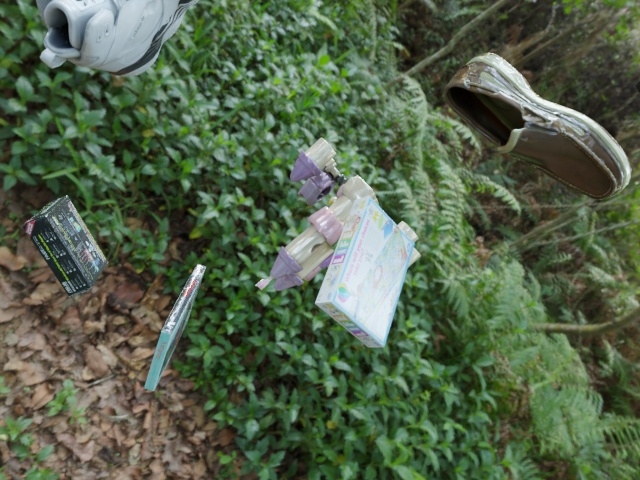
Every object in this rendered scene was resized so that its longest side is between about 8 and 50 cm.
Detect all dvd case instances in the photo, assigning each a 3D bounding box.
[{"bbox_3d":[-0.156,0.091,0.590,0.013,0.087,0.119,21,30,-7],"label":"dvd case"}]

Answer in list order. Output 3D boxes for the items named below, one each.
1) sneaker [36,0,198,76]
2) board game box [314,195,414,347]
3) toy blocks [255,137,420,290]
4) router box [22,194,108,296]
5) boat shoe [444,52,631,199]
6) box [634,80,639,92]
[{"bbox_3d":[-0.301,-0.405,0.852,0.137,0.366,0.210,45,29,1],"label":"sneaker"},{"bbox_3d":[0.059,0.037,0.661,0.103,0.026,0.154,43,53,-30],"label":"board game box"},{"bbox_3d":[0.000,0.000,1.056,0.309,0.260,0.288,48,3,15],"label":"toy blocks"},{"bbox_3d":[-0.363,0.007,0.781,0.092,0.038,0.122,-103,171,-68],"label":"router box"},{"bbox_3d":[0.265,-0.132,0.698,0.095,0.095,0.257,-36,68,-28],"label":"boat shoe"},{"bbox_3d":[0.576,-0.247,0.772,0.180,0.147,0.077,-5,56,-30],"label":"box"}]
